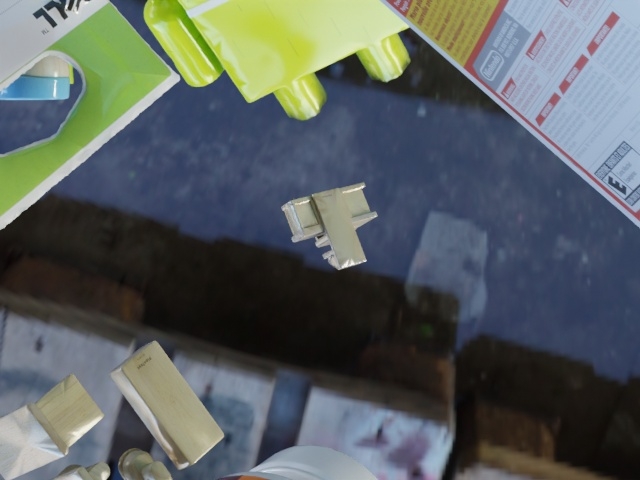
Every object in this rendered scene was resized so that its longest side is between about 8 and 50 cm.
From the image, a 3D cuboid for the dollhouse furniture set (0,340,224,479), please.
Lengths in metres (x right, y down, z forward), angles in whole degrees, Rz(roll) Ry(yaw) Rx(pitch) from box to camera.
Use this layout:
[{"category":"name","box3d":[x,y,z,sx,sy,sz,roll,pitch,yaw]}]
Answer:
[{"category":"dollhouse furniture set","box3d":[-0.210,0.184,1.725,0.144,0.151,0.123,55,141,-7]}]

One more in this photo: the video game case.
[{"category":"video game case","box3d":[0.065,-0.127,0.771,0.285,0.204,0.025,41,76,4]}]

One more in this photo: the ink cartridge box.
[{"category":"ink cartridge box","box3d":[-0.223,-0.110,0.871,0.255,0.189,0.097,48,133,-4]}]

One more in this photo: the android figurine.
[{"category":"android figurine","box3d":[-0.029,-0.218,1.553,0.248,0.056,0.273,-25,136,11]}]

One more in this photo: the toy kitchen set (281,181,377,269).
[{"category":"toy kitchen set","box3d":[0.000,0.000,1.585,0.075,0.083,0.068,-31,77,51]}]

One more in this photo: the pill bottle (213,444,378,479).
[{"category":"pill bottle","box3d":[-0.089,0.353,1.712,0.224,0.392,0.224,12,114,28]}]

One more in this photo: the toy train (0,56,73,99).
[{"category":"toy train","box3d":[-0.198,-0.178,1.340,0.105,0.248,0.143,5,97,-3]}]
